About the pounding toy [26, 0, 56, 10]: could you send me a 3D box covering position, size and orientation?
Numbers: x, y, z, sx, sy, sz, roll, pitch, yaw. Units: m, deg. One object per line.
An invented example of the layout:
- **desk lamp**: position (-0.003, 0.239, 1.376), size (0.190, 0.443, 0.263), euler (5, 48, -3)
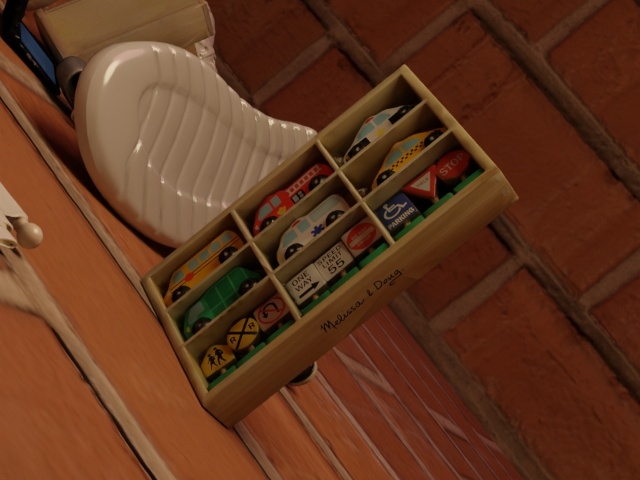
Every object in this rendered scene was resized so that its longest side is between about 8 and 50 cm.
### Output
- **pounding toy**: position (-0.302, -0.324, 1.753), size (0.269, 0.154, 0.155), euler (30, -11, 36)

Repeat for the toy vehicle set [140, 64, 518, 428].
- **toy vehicle set**: position (0.000, 0.000, 1.179), size (0.035, 0.267, 0.166), euler (49, 3, -39)

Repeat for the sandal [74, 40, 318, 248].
- **sandal**: position (-0.118, -0.065, 1.482), size (0.102, 0.169, 0.416), euler (3, -11, 29)

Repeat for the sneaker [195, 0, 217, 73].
- **sneaker**: position (-0.173, -0.216, 2.023), size (0.305, 0.152, 0.114), euler (52, 2, 3)

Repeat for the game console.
- **game console**: position (-0.269, -0.213, 1.546), size (0.071, 0.107, 0.122), euler (19, 15, -18)

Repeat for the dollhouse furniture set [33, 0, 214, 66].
- **dollhouse furniture set**: position (-0.190, -0.155, 1.730), size (0.212, 0.161, 0.242), euler (55, -16, 44)

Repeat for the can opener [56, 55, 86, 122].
- **can opener**: position (-0.165, -0.096, 1.581), size (0.095, 0.076, 0.283), euler (50, 1, 33)

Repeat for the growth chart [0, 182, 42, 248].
- **growth chart**: position (-0.236, -0.061, 0.892), size (0.172, 0.021, 0.237), euler (50, 3, 8)

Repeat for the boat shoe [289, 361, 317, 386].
- **boat shoe**: position (-0.041, 0.081, 1.522), size (0.042, 0.049, 0.133), euler (58, 2, -44)
